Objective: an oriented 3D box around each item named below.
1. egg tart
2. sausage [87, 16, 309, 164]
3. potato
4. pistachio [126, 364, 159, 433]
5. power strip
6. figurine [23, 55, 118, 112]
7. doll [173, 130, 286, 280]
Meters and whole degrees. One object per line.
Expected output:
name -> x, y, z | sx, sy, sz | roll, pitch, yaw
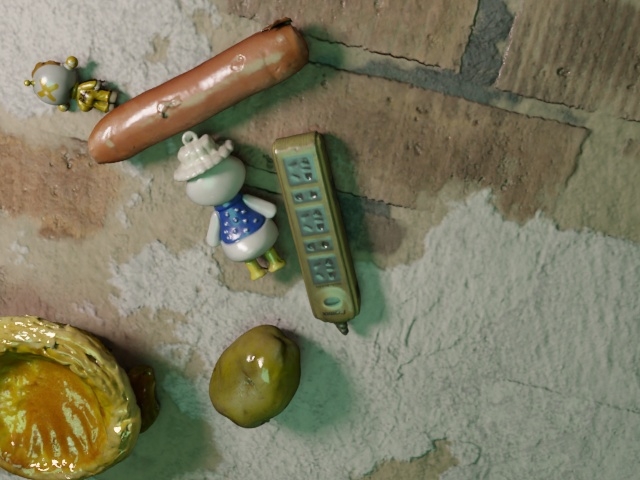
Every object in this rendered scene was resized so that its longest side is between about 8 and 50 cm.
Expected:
egg tart -> -0.517, 0.288, 1.501 | 0.387, 0.169, 0.388 | 4, 114, 10
sausage -> -0.212, -0.238, 1.293 | 0.418, 0.094, 0.094 | -23, 69, 16
potato -> -0.120, 0.256, 1.463 | 0.154, 0.137, 0.200 | 37, 113, -8
pistachio -> -0.369, 0.333, 1.573 | 0.089, 0.049, 0.173 | 18, 114, -1
power strip -> 0.000, 0.000, 1.383 | 0.092, 0.066, 0.388 | -9, 111, 13
figurine -> -0.423, -0.253, 1.331 | 0.143, 0.068, 0.101 | 37, 120, -27
doll -> -0.158, -0.062, 1.355 | 0.138, 0.119, 0.293 | -27, 113, 8
